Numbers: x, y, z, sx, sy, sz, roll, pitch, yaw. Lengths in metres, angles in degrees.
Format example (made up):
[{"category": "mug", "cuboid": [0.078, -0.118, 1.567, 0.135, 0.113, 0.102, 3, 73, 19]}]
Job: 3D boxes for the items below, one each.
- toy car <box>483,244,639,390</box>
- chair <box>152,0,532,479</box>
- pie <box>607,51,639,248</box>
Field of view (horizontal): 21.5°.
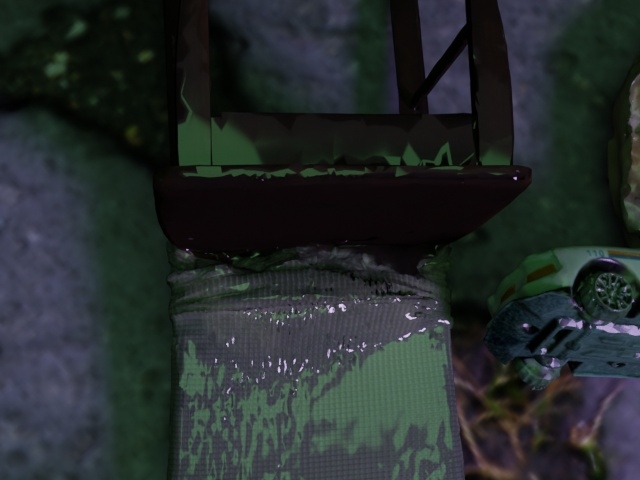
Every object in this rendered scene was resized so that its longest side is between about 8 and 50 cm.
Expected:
[{"category": "toy car", "cuboid": [0.168, 0.036, 0.809, 0.186, 0.093, 0.058, 6, 59, -18]}, {"category": "chair", "cuboid": [0.000, 0.000, 0.764, 0.160, 0.186, 0.319, 0, 78, -9]}, {"category": "pie", "cuboid": [0.257, -0.052, 0.854, 0.218, 0.052, 0.185, 19, 80, 1]}]
